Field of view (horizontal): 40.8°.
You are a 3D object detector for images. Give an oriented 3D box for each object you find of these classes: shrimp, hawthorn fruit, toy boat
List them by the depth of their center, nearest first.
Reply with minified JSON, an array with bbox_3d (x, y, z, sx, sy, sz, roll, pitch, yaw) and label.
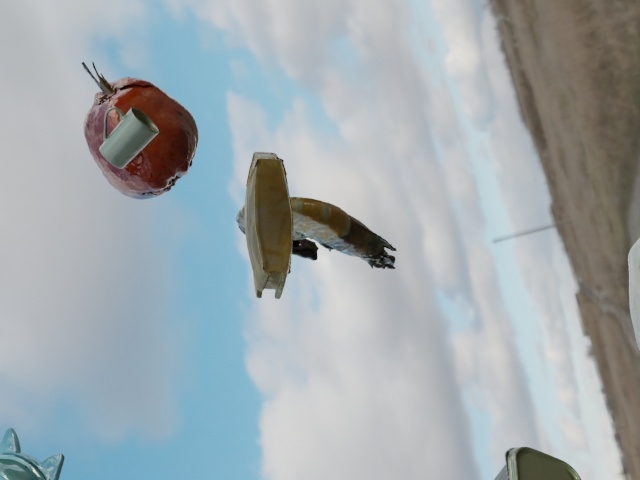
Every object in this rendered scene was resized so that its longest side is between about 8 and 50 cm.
[{"bbox_3d":[-0.073,-0.023,1.159,0.072,0.065,0.206,131,139,-65],"label":"toy boat"},{"bbox_3d":[-0.366,-0.223,1.665,0.299,0.211,0.211,52,-156,-24],"label":"hawthorn fruit"},{"bbox_3d":[0.000,0.000,1.963,0.445,0.272,0.085,21,-116,-38],"label":"shrimp"}]

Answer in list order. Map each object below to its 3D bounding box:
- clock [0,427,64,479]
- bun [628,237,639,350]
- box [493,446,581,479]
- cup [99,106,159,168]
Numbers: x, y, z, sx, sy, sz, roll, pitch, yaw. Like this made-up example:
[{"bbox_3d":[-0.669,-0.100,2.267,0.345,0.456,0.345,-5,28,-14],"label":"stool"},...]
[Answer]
[{"bbox_3d":[-0.458,0.410,1.207,0.094,0.224,0.274,25,-99,-63],"label":"clock"},{"bbox_3d":[0.479,0.048,1.086,0.175,0.263,0.263,40,-165,6],"label":"bun"},{"bbox_3d":[0.307,0.469,1.303,0.138,0.178,0.274,23,-145,-8],"label":"box"},{"bbox_3d":[-0.300,-0.159,1.308,0.075,0.083,0.054,35,-165,-40],"label":"cup"}]
